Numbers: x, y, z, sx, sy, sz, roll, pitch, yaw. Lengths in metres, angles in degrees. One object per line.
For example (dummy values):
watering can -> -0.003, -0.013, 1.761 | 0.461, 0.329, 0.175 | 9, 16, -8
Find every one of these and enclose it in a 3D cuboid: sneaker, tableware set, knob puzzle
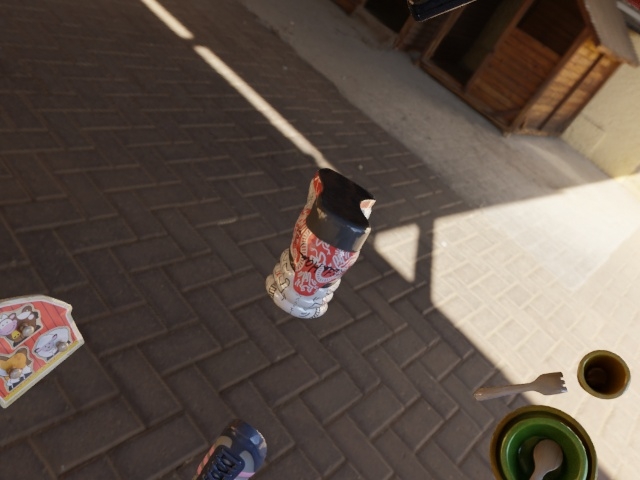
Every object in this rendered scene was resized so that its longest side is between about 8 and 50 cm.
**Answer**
sneaker -> -0.001, 0.000, 0.720 | 0.090, 0.144, 0.270 | 29, 17, -4
tableware set -> 0.135, 0.126, 0.245 | 0.024, 0.104, 0.154 | 54, 23, -67
sneaker -> -0.208, 0.499, 1.206 | 0.112, 0.319, 0.131 | 35, 43, 10
knob puzzle -> -0.501, 0.174, 0.964 | 0.030, 0.213, 0.213 | 25, 21, 29

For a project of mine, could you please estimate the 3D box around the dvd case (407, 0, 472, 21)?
dvd case -> 0.135, -0.294, 0.439 | 0.022, 0.181, 0.252 | 46, 33, -56

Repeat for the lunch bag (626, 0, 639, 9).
lunch bag -> 0.302, -0.301, 0.471 | 0.120, 0.258, 0.293 | -8, 30, 15
